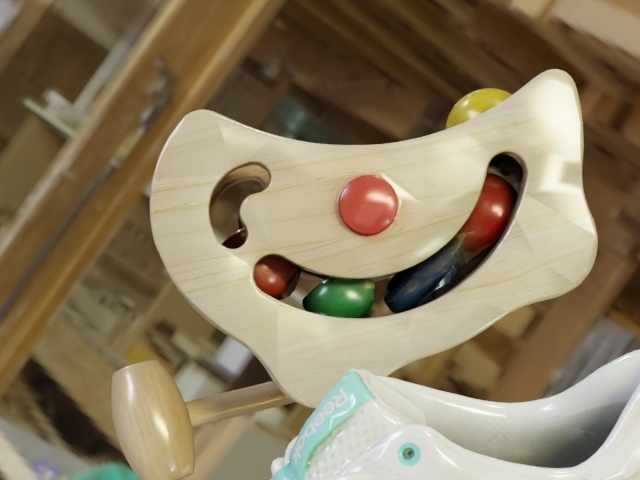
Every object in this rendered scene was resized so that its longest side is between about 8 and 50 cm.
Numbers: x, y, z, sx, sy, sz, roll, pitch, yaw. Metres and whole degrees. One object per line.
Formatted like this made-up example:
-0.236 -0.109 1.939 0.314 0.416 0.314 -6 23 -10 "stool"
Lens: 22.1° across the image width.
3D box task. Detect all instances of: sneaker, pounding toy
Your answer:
0.002 0.081 0.441 0.080 0.212 0.094 -120 -165 -63 "sneaker"
0.000 0.000 0.831 0.154 0.269 0.155 64 -5 2 "pounding toy"
